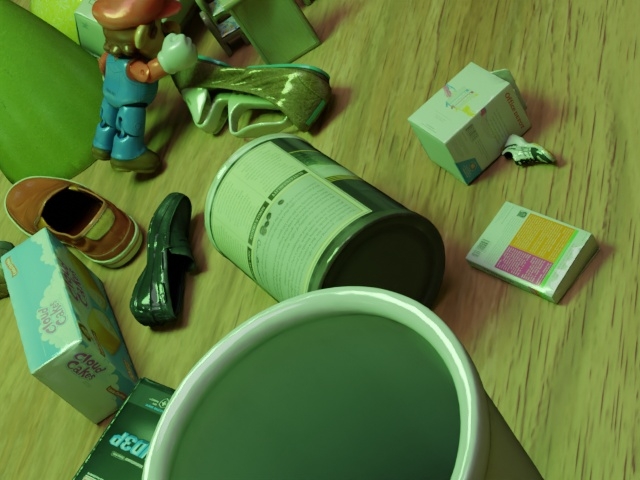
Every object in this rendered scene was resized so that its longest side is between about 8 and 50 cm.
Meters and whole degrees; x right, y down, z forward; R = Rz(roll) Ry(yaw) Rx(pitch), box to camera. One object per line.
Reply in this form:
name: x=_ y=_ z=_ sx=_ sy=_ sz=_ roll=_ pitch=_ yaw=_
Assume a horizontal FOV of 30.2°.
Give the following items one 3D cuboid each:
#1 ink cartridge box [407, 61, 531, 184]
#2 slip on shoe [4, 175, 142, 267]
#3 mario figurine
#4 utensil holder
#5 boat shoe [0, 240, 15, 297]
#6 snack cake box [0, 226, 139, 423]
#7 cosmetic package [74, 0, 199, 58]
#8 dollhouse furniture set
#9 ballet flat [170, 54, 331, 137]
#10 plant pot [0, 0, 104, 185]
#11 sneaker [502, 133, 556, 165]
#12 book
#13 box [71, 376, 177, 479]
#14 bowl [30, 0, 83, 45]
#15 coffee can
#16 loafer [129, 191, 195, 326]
ink cartridge box: x=0.213 y=-0.169 z=1.644 sx=0.143 sy=0.092 sz=0.090 roll=-42 pitch=43 yaw=-7
slip on shoe: x=-0.420 y=-0.050 z=1.941 sx=0.331 sy=0.101 sz=0.123 roll=22 pitch=70 yaw=44
mario figurine: x=-0.281 y=-0.277 z=1.945 sx=0.198 sy=0.320 sz=0.170 roll=15 pitch=22 yaw=12
utensil holder: x=0.068 y=0.283 z=1.144 sx=0.328 sy=0.385 sz=0.327 roll=-18 pitch=47 yaw=20
boat shoe: x=-0.633 y=0.054 z=1.994 sx=0.285 sy=0.103 sz=0.092 roll=-8 pitch=45 yaw=22
snack cake box: x=-0.365 y=0.121 z=1.724 sx=0.089 sy=0.152 sz=0.264 roll=-34 pitch=44 yaw=3
cosmetic package: x=-0.301 y=-0.455 z=2.149 sx=0.153 sy=0.129 sz=0.296 roll=29 pitch=67 yaw=6
dollhouse furniture set: x=-0.108 y=-0.426 z=2.013 sx=0.212 sy=0.161 sz=0.242 roll=-31 pitch=44 yaw=6
ballet flat: x=-0.134 y=-0.228 z=1.920 sx=0.342 sy=0.116 sz=0.124 roll=12 pitch=80 yaw=34
plant pot: x=-0.528 y=-0.284 z=2.066 sx=0.275 sy=0.293 sz=0.274 roll=-17 pitch=47 yaw=19
sneaker: x=0.281 y=-0.114 z=1.604 sx=0.083 sy=0.032 sz=0.037 roll=30 pitch=88 yaw=48
book: x=0.265 y=0.013 z=1.501 sx=0.144 sy=0.035 sz=0.096 roll=27 pitch=75 yaw=44
box: x=-0.198 y=0.288 z=1.550 sx=0.220 sy=0.051 sz=0.175 roll=15 pitch=64 yaw=39
bowl: x=-0.464 y=-0.506 z=2.294 sx=0.289 sy=0.156 sz=0.289 roll=-18 pitch=50 yaw=23
coffee can: x=0.000 y=0.000 z=1.556 sx=0.201 sy=0.201 sz=0.275 roll=-45 pitch=44 yaw=-8
loafer: x=-0.220 y=0.027 z=1.772 sx=0.078 sy=0.076 sz=0.223 roll=-4 pitch=57 yaw=23
